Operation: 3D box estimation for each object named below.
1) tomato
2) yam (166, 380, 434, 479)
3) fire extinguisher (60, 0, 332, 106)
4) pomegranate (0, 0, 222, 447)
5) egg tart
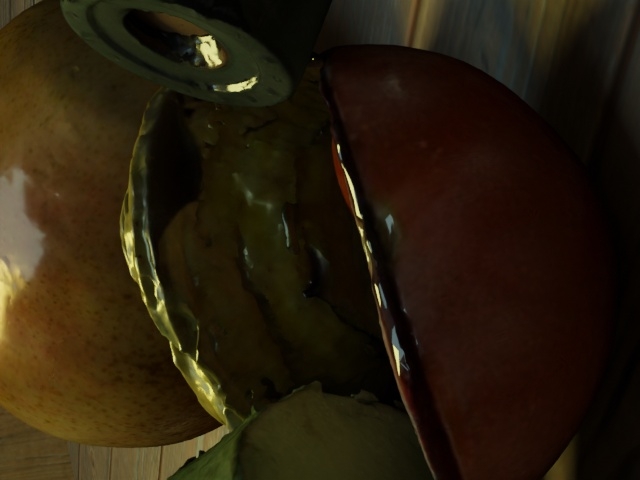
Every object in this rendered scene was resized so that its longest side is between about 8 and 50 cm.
[{"bbox_3d":[0.076,0.012,0.849,0.199,0.112,0.228,65,-170,-74],"label":"tomato"},{"bbox_3d":[-0.046,0.209,0.929,0.300,0.195,0.195,-42,49,32],"label":"yam"},{"bbox_3d":[0.019,-0.250,0.845,0.200,0.113,0.376,2,67,41],"label":"fire extinguisher"},{"bbox_3d":[-0.110,-0.010,1.241,0.319,0.319,0.319,173,90,-75],"label":"pomegranate"},{"bbox_3d":[0.000,0.000,1.002,0.106,0.241,0.241,-13,82,40],"label":"egg tart"}]
